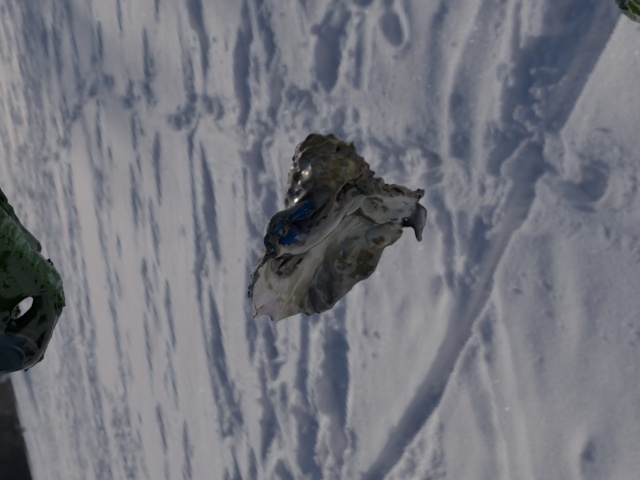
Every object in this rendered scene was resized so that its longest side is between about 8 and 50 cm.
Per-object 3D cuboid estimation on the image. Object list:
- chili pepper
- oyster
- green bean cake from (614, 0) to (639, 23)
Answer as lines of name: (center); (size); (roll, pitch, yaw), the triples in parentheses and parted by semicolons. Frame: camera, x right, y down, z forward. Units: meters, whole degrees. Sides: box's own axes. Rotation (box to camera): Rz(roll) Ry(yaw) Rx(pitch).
chili pepper: (-0.238, -0.004, 0.492); (0.216, 0.108, 0.062); (62, -177, -29)
oyster: (0.000, 0.000, 0.876); (0.223, 0.214, 0.083); (-43, 59, 16)
green bean cake: (0.219, -0.136, 0.301); (0.214, 0.200, 0.113); (-54, 54, 29)
